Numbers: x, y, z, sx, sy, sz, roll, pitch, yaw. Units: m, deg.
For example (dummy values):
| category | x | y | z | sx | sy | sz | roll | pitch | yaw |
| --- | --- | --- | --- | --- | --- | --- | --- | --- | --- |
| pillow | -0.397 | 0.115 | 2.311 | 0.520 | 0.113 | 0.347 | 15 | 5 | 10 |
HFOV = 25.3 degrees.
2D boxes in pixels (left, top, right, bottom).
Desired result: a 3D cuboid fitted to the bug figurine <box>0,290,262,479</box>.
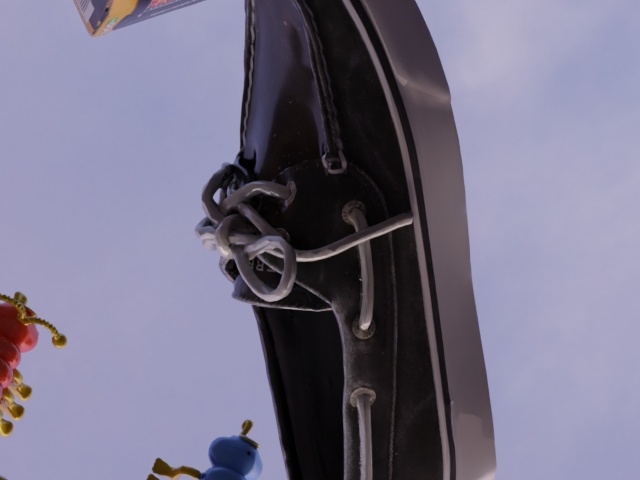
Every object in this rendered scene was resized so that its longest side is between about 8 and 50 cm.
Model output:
| category | x | y | z | sx | sy | sz | roll | pitch | yaw |
| --- | --- | --- | --- | --- | --- | --- | --- | --- | --- |
| bug figurine | -0.157 | 0.167 | 0.943 | 0.279 | 0.072 | 0.216 | 33 | -124 | -22 |

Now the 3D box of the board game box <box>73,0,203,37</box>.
| category | x | y | z | sx | sy | sz | roll | pitch | yaw |
| --- | --- | --- | --- | --- | --- | --- | --- | --- | --- |
| board game box | -0.060 | -0.184 | 0.575 | 0.141 | 0.048 | 0.170 | -24 | -95 | -24 |

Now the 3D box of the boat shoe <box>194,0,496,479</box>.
| category | x | y | z | sx | sy | sz | roll | pitch | yaw |
| --- | --- | --- | --- | --- | --- | --- | --- | --- | --- |
| boat shoe | -0.002 | 0.000 | 0.664 | 0.105 | 0.113 | 0.306 | -19 | -71 | -29 |
